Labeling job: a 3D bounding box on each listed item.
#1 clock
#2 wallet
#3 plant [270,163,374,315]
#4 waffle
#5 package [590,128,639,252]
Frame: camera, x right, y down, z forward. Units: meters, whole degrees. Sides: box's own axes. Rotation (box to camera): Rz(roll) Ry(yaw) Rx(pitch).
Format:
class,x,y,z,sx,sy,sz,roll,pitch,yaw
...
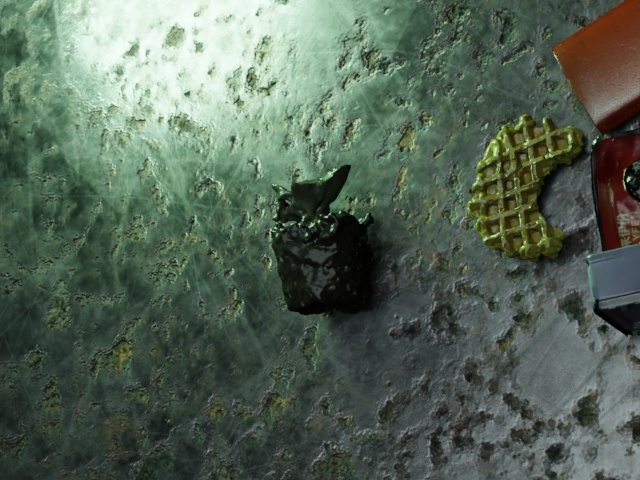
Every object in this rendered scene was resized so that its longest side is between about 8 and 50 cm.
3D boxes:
class,x,y,z,sx,sy,sz,roll,pitch,yaw
clock,0.413,0.056,1.812,0.145,0.193,0.073,-14,71,21
wallet,0.419,-0.247,1.960,0.204,0.045,0.142,-33,69,16
plant,0.000,0.000,2.049,0.142,0.131,0.203,-5,86,25
waffle,0.275,-0.068,1.983,0.149,0.051,0.194,20,82,27
package,0.462,-0.068,1.881,0.269,0.071,0.194,-19,58,44
